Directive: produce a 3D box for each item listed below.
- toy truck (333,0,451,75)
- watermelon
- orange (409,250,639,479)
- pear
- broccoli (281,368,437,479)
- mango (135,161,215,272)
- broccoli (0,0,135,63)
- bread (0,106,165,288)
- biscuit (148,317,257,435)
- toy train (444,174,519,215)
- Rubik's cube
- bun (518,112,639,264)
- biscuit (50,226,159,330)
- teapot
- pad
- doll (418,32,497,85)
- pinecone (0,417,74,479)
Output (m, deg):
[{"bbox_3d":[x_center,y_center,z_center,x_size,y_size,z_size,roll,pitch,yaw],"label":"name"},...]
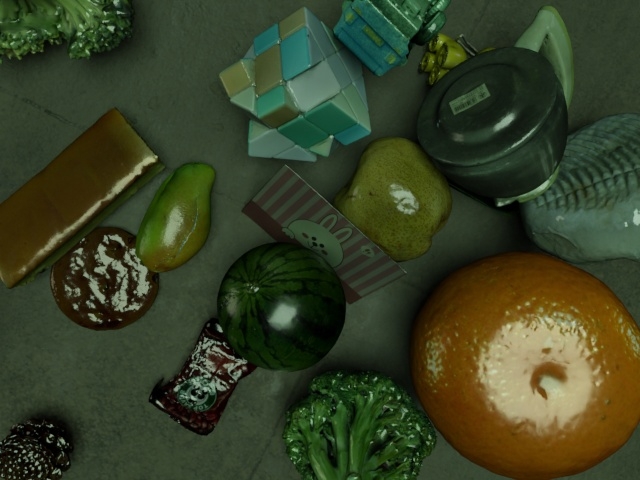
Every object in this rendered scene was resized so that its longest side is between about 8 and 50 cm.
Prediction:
[{"bbox_3d":[0.125,-0.409,1.036,0.155,0.279,0.156,41,124,-12],"label":"toy truck"},{"bbox_3d":[-0.070,0.121,1.076,0.242,0.242,0.242,-1,96,-6],"label":"watermelon"},{"bbox_3d":[0.377,0.225,1.093,0.424,0.326,0.423,0,93,7],"label":"orange"},{"bbox_3d":[0.144,-0.072,1.096,0.211,0.188,0.228,31,125,-3],"label":"pear"},{"bbox_3d":[0.071,0.396,1.115,0.308,0.275,0.307,2,121,4],"label":"broccoli"},{"bbox_3d":[-0.266,-0.045,1.109,0.125,0.111,0.233,32,79,-20],"label":"mango"},{"bbox_3d":[-0.505,-0.413,0.971,0.375,0.302,0.249,27,131,-13],"label":"broccoli"},{"bbox_3d":[-0.470,-0.077,1.087,0.361,0.077,0.138,-41,84,-1],"label":"bread"},{"bbox_3d":[-0.223,0.272,1.166,0.151,0.063,0.235,37,94,-8],"label":"biscuit"},{"bbox_3d":[0.314,-0.114,1.193,0.209,0.042,0.044,27,116,-9],"label":"toy train"},{"bbox_3d":[-0.042,-0.264,1.062,0.213,0.265,0.224,-22,61,32],"label":"Rubik's cube"},{"bbox_3d":[0.541,-0.082,1.080,0.354,0.354,0.194,-36,115,-1],"label":"bun"},{"bbox_3d":[-0.424,0.076,1.138,0.212,0.036,0.212,0,95,-5],"label":"biscuit"},{"bbox_3d":[0.328,-0.214,1.042,0.239,0.239,0.321,40,51,-45],"label":"teapot"},{"bbox_3d":[0.000,0.000,1.112,0.300,0.202,0.005,42,53,-9],"label":"pad"},{"bbox_3d":[0.315,-0.328,1.142,0.221,0.135,0.143,9,127,-12],"label":"doll"},{"bbox_3d":[-0.543,0.407,1.117,0.140,0.121,0.140,-1,98,-5],"label":"pinecone"}]
